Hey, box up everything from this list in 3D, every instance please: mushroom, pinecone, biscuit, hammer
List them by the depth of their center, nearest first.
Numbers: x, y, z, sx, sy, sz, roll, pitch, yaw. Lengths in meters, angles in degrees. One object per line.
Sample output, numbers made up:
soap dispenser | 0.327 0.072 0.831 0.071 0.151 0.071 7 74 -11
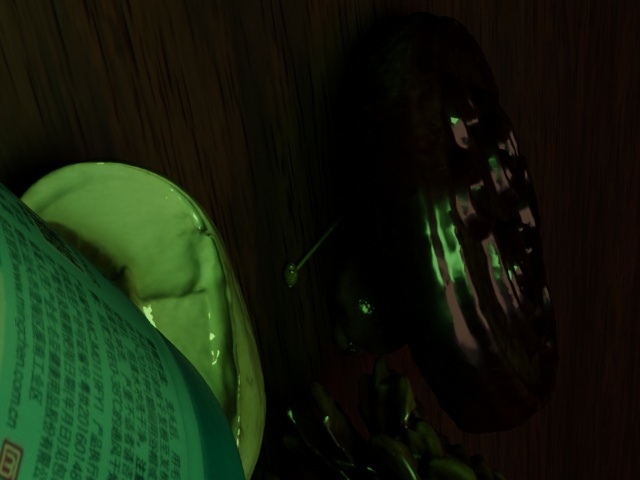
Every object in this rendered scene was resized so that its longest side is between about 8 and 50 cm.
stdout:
mushroom | -0.138 0.083 0.798 0.189 0.195 0.253 66 10 -75
pinecone | 0.020 0.319 1.045 0.384 0.384 0.384 -35 134 -46
biscuit | 0.148 -0.020 1.128 0.407 0.091 0.407 -12 90 -69
hammer | 0.000 0.000 1.141 0.123 0.014 0.029 -49 152 -38
mushroom | 0.054 0.059 1.209 0.127 0.087 0.127 -6 90 -68

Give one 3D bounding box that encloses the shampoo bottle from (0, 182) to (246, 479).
shampoo bottle | -0.242 0.094 0.471 0.331 0.331 0.342 -61 148 -18
